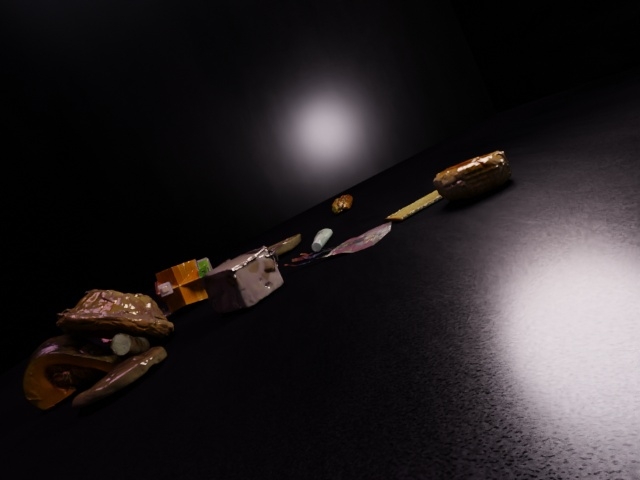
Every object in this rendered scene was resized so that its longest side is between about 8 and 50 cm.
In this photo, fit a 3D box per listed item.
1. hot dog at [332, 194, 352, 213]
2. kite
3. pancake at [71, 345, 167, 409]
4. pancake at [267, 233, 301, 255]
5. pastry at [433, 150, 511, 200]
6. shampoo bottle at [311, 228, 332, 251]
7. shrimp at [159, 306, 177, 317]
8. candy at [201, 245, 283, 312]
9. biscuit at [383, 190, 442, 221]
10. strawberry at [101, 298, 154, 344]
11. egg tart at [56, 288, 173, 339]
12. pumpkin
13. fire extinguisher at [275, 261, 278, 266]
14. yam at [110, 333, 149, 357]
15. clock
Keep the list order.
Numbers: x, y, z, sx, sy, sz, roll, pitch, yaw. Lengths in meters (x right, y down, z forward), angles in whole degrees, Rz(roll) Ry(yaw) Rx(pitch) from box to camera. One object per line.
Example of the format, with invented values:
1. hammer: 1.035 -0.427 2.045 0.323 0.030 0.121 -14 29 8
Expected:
1. hot dog: 0.118 -0.194 2.252 0.115 0.072 0.269 -18 9 8
2. kite: 0.059 0.020 1.336 0.360 0.022 0.204 -17 13 32
3. pancake: -0.509 0.337 1.070 0.241 0.050 0.242 -28 2 1
4. pancake: -0.203 0.047 1.863 0.294 0.050 0.294 -28 5 3
5. pastry: 0.412 -0.171 1.156 0.192 0.093 0.182 -22 8 8
6. shampoo bottle: 0.000 0.000 1.557 0.069 0.041 0.191 -19 11 14
7. shrimp: -0.640 0.301 1.763 0.091 0.034 0.161 -18 10 -26
8. candy: -0.225 0.114 1.247 0.195 0.137 0.185 -17 14 43
9. biscuit: 0.323 -0.117 1.360 0.231 0.016 0.139 -28 9 -10
10. strawberry: -0.773 0.337 1.739 0.236 0.107 0.175 -31 46 -20
11. egg tart: -0.636 0.234 1.336 0.351 0.150 0.352 1 -17 0
12. pumpkin: -0.701 0.392 1.233 0.280 0.190 0.139 16 6 -6
13. fire extinguisher: -0.205 0.109 1.599 0.100 0.032 0.046 -20 45 38
14. yam: -0.511 0.287 1.150 0.061 0.061 0.253 -30 -7 -18
15. clock: -0.544 0.177 1.701 0.235 0.166 0.309 -22 2 -12
